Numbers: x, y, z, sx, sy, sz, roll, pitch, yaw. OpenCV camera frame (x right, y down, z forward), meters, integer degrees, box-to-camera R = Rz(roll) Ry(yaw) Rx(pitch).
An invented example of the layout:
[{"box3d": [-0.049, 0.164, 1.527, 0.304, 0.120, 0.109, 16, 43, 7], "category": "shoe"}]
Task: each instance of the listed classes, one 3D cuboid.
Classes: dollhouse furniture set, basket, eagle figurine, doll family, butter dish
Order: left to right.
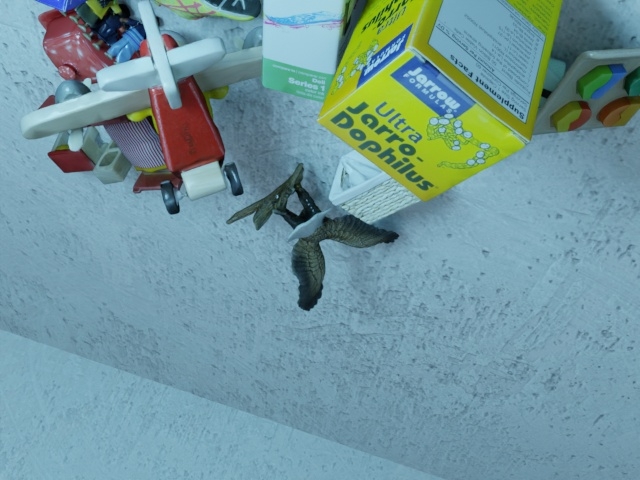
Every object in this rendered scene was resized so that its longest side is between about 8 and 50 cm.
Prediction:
[{"box3d": [-0.440, -0.340, 1.593, 0.159, 0.118, 0.160, -5, 138, 33], "category": "butter dish"}, {"box3d": [-0.444, -0.207, 1.753, 0.374, 0.152, 0.201, -2, 140, 31], "category": "dollhouse furniture set"}, {"box3d": [-0.363, -0.391, 1.506, 0.076, 0.111, 0.193, 31, 167, 48], "category": "doll family"}, {"box3d": [0.002, -0.008, 1.755, 0.226, 0.225, 0.298, -12, 128, 42], "category": "eagle figurine"}, {"box3d": [0.113, -0.116, 1.620, 0.103, 0.113, 0.167, 35, 144, -27], "category": "basket"}]

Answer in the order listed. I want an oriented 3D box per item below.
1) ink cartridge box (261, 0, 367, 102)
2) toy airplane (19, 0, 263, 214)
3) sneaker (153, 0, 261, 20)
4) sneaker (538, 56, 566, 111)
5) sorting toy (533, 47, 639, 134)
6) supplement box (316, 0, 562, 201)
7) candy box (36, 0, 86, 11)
[{"box3d": [0.002, -0.369, 1.234, 0.117, 0.201, 0.278, 16, 146, 6], "category": "ink cartridge box"}, {"box3d": [-0.245, -0.254, 1.430, 0.386, 0.272, 0.384, 12, 138, -41], "category": "toy airplane"}, {"box3d": [-0.192, -0.398, 1.424, 0.208, 0.081, 0.094, 22, 155, 10], "category": "sneaker"}, {"box3d": [0.305, -0.205, 1.403, 0.151, 0.094, 0.256, 16, 148, 2], "category": "sneaker"}, {"box3d": [0.422, -0.214, 1.287, 0.193, 0.038, 0.208, -8, 156, -22], "category": "sorting toy"}, {"box3d": [0.170, -0.266, 1.149, 0.194, 0.357, 0.195, 35, 144, -19], "category": "supplement box"}, {"box3d": [-0.458, -0.462, 1.265, 0.317, 0.268, 0.122, 21, 115, -4], "category": "candy box"}]
